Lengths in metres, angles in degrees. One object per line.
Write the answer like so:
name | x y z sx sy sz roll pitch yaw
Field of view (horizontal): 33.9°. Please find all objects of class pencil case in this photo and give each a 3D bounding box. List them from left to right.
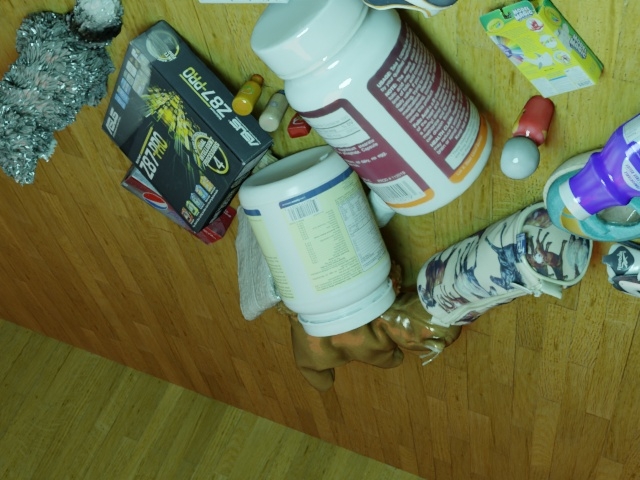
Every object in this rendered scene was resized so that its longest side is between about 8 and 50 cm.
pencil case | 0.343 0.058 2.039 0.159 0.184 0.410 32 154 -12

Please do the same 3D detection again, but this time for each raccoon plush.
raccoon plush | -0.562 -0.312 2.060 0.216 0.299 0.446 29 154 -3

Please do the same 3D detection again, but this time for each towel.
towel | -0.138 0.021 2.331 0.049 0.282 0.187 2 162 -22

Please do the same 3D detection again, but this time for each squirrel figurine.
squirrel figurine | 0.114 0.153 2.337 0.370 0.281 0.397 1 147 30

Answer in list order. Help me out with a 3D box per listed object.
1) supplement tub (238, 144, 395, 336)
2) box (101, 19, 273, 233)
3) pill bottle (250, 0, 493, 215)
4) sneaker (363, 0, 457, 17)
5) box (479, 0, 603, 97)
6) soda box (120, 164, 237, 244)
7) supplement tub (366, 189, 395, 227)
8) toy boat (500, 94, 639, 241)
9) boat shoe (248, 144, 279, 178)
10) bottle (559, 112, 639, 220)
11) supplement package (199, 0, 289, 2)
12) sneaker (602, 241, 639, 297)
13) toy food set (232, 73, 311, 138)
supplement tub | 0.000 0.000 2.070 0.235 0.235 0.325 -5 114 47
box | -0.279 -0.215 2.114 0.318 0.097 0.395 50 153 1
pill bottle | 0.083 -0.239 1.686 0.224 0.224 0.392 -6 139 47
sneaker | 0.059 -0.417 1.495 0.321 0.126 0.127 28 148 -7
box | 0.327 -0.293 1.569 0.179 0.043 0.105 39 152 -29
soda box | -0.334 -0.100 2.481 0.263 0.083 0.092 35 153 -18
supplement tub | 0.124 -0.075 2.122 0.071 0.071 0.107 29 154 -4
toy boat | 0.426 -0.094 1.721 0.318 0.148 0.267 35 153 -18
boat shoe | -0.103 -0.146 2.202 0.285 0.089 0.104 39 167 -16
bottle | 0.484 -0.128 1.544 0.282 0.092 0.118 -34 108 30
supplement package | -0.121 -0.442 1.637 0.179 0.105 0.105 8 148 33
sneaker | 0.589 0.044 1.882 0.153 0.094 0.235 16 163 3
toy food set | -0.034 -0.265 1.930 0.232 0.105 0.111 -10 125 25
